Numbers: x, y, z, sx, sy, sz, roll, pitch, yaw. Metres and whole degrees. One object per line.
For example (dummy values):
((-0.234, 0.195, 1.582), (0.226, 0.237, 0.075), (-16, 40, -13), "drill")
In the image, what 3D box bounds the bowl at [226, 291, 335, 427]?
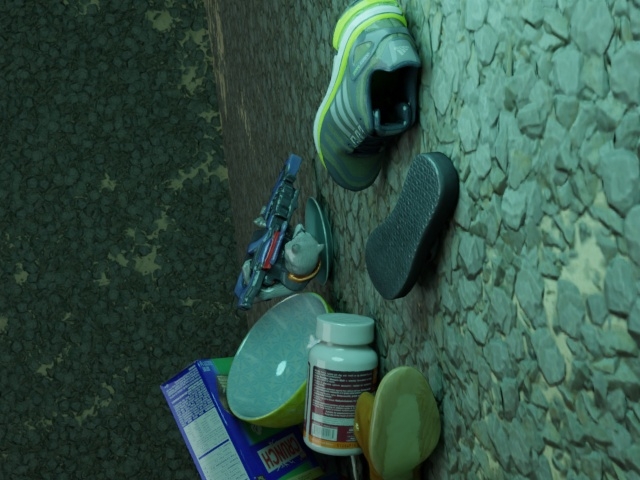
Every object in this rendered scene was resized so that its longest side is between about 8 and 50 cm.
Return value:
((-0.038, 0.265, 1.436), (0.156, 0.289, 0.289), (40, -170, -28), "bowl")

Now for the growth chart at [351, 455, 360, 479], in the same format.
((0.071, 0.431, 1.365), (0.172, 0.021, 0.238), (-82, -14, -83), "growth chart")

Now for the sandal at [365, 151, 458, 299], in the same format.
((0.122, -0.006, 0.893), (0.097, 0.054, 0.254), (67, 152, 28), "sandal")

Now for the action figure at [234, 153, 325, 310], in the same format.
((-0.068, 0.004, 1.508), (0.342, 0.178, 0.330), (-70, 17, -7), "action figure")

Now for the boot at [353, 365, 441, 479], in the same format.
((0.094, 0.274, 1.042), (0.211, 0.104, 0.295), (-127, 28, -65), "boot")

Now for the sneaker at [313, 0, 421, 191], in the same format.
((0.062, -0.162, 0.923), (0.300, 0.111, 0.121), (95, 158, -52), "sneaker")

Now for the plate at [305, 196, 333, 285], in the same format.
((0.000, 0.000, 1.478), (0.188, 0.024, 0.188), (171, 90, -78), "plate")

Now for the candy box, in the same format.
((-0.164, 0.414, 1.516), (0.317, 0.122, 0.268), (60, -161, 18), "candy box")

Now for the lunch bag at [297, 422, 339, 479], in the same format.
((-0.087, 0.515, 1.746), (0.262, 0.160, 0.224), (-25, 71, 54), "lunch bag")

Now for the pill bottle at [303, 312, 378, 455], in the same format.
((0.036, 0.242, 1.205), (0.121, 0.121, 0.221), (-157, 70, -76), "pill bottle")

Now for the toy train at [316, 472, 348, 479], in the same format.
((0.043, 0.655, 1.547), (0.143, 0.105, 0.248), (33, 131, 56), "toy train")
